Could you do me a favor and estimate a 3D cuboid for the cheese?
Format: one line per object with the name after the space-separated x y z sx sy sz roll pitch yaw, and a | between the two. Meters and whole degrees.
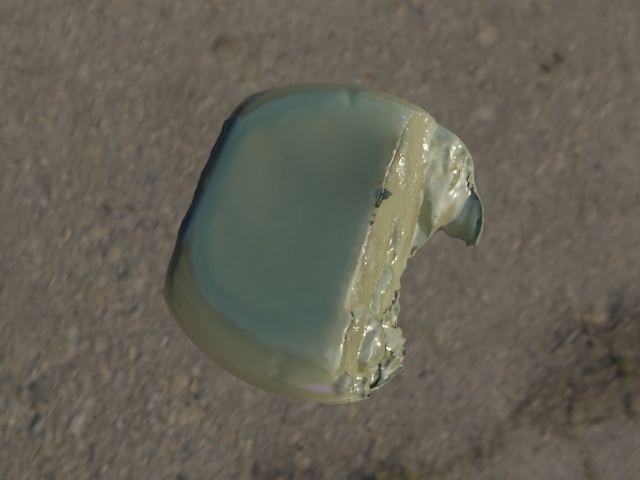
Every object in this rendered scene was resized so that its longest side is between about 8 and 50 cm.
0.000 0.000 1.430 0.233 0.127 0.266 17 79 17 | cheese
